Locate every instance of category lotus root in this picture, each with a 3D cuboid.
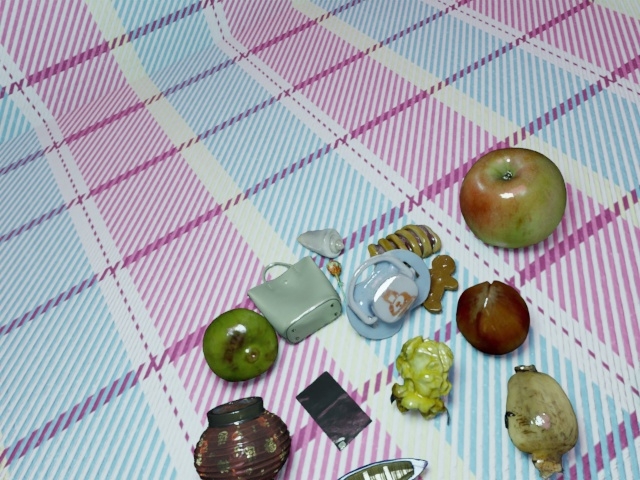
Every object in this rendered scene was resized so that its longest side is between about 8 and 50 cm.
[{"bbox_3d":[0.511,0.411,1.134,0.154,0.140,0.257,-1,46,2],"label":"lotus root"}]

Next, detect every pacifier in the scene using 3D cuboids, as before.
[{"bbox_3d":[0.175,0.139,1.400,0.279,0.227,0.207,-48,13,-4],"label":"pacifier"}]

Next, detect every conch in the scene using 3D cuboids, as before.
[{"bbox_3d":[0.007,0.006,1.601,0.176,0.094,0.104,0,62,45],"label":"conch"}]

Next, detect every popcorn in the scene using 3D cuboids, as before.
[{"bbox_3d":[0.266,0.346,1.218,0.174,0.168,0.195,22,64,-18],"label":"popcorn"}]

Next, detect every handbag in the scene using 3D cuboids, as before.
[{"bbox_3d":[-0.093,0.149,1.480,0.241,0.109,0.315,-30,49,-14],"label":"handbag"}]

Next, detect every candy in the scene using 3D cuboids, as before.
[{"bbox_3d":[0.062,0.138,1.497,0.056,0.049,0.184,11,46,-39],"label":"candy"}]

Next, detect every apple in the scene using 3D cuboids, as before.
[{"bbox_3d":[0.580,-0.136,1.461,0.319,0.277,0.319,-6,52,8],"label":"apple"}]

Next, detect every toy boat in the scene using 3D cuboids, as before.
[{"bbox_3d":[0.147,0.567,1.140,0.229,0.046,0.080,-18,50,-4],"label":"toy boat"}]

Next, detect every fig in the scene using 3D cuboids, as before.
[{"bbox_3d":[-0.235,0.284,1.356,0.203,0.203,0.225,-42,24,-21],"label":"fig"}]

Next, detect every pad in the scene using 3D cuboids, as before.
[{"bbox_3d":[0.033,0.449,1.281,0.116,0.004,0.193,-36,54,-18],"label":"pad"}]

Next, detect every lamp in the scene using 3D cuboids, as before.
[{"bbox_3d":[-0.184,0.502,1.147,0.247,0.247,0.247,-5,52,7],"label":"lamp"}]

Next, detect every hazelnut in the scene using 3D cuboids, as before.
[{"bbox_3d":[0.452,0.194,1.273,0.208,0.208,0.208,-5,52,7],"label":"hazelnut"}]

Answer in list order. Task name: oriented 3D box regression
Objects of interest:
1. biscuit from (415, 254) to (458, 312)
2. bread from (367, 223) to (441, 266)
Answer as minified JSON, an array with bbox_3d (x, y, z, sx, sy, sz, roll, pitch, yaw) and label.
[{"bbox_3d":[0.347,0.126,1.454,0.138,0.031,0.205,17,59,30],"label":"biscuit"},{"bbox_3d":[0.261,0.019,1.525,0.225,0.081,0.134,-29,51,-11],"label":"bread"}]
